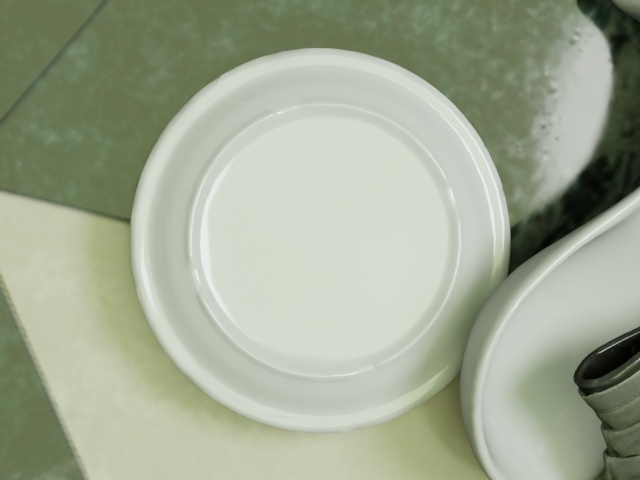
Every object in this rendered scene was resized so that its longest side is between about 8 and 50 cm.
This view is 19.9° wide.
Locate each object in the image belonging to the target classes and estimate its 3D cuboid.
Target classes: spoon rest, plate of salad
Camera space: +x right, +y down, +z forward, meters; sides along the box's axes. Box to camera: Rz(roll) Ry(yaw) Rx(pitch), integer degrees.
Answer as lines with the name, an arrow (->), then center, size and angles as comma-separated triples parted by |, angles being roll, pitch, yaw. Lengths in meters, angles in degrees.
spoon rest -> 0.149, 0.003, 0.941 | 0.137, 0.084, 0.276 | 21, 85, -42
plate of salad -> 0.000, 0.000, 0.953 | 0.200, 0.048, 0.200 | 0, 89, -8

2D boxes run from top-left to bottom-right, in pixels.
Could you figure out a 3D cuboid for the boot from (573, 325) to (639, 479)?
boot -> 0.158, 0.126, 0.933 | 0.246, 0.083, 0.161 | -30, 113, -13
